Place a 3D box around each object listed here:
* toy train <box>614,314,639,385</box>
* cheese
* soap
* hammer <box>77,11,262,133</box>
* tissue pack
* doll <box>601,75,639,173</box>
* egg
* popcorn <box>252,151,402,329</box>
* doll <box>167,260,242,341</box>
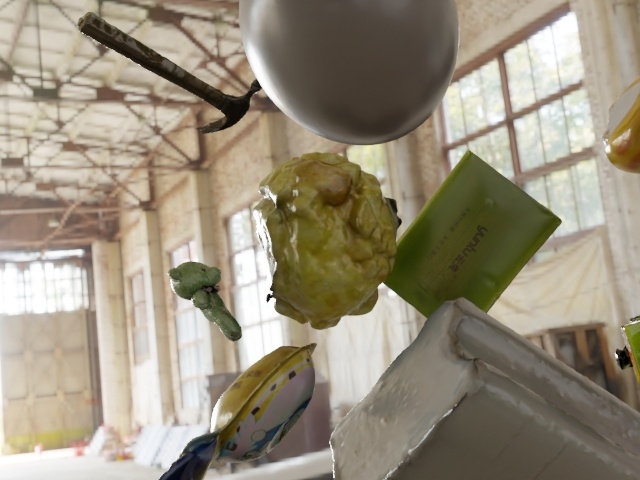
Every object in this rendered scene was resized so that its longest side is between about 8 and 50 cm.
[{"bbox_3d":[0.527,0.110,1.154,0.296,0.100,0.160,-17,-3,0],"label":"toy train"},{"bbox_3d":[-0.077,0.177,0.861,0.250,0.064,0.156,-35,-23,-46],"label":"cheese"},{"bbox_3d":[0.241,0.329,1.187,0.435,0.213,0.350,35,-68,-18],"label":"soap"},{"bbox_3d":[-0.229,-0.257,1.370,0.297,0.027,0.125,28,-68,-37],"label":"hammer"},{"bbox_3d":[0.257,0.011,1.596,0.274,0.200,0.167,-53,-11,9],"label":"tissue pack"},{"bbox_3d":[0.491,-0.114,1.200,0.162,0.269,0.166,-28,23,43],"label":"doll"},{"bbox_3d":[0.029,-0.170,0.763,0.176,0.176,0.232,-9,-31,18],"label":"egg"},{"bbox_3d":[0.000,0.000,1.456,0.215,0.286,0.252,-14,17,-40],"label":"popcorn"},{"bbox_3d":[-0.169,0.091,1.421,0.077,0.150,0.115,-39,-7,0],"label":"doll"}]
